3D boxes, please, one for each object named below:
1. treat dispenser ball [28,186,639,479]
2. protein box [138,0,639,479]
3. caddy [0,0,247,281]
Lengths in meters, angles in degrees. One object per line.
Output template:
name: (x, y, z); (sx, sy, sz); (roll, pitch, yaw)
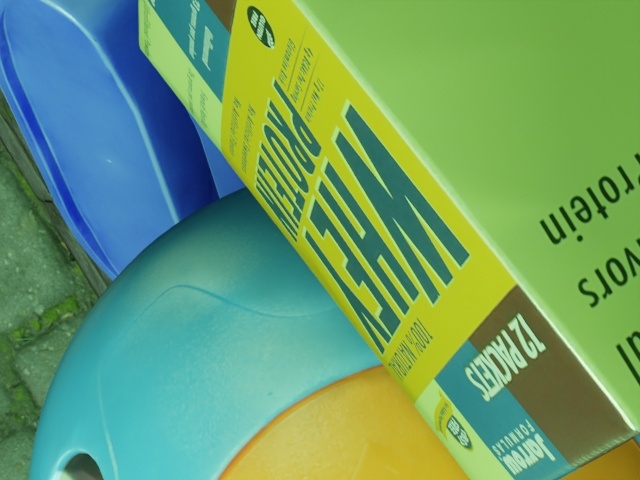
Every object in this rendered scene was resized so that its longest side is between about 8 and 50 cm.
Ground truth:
treat dispenser ball: (0.022, 0.109, 0.556); (0.288, 0.288, 0.288); (50, 163, 22)
protein box: (0.081, -0.063, 0.399); (0.201, 0.200, 0.136); (53, 163, 12)
caddy: (-0.035, -0.082, 0.756); (0.241, 0.179, 0.341); (21, 147, 26)
